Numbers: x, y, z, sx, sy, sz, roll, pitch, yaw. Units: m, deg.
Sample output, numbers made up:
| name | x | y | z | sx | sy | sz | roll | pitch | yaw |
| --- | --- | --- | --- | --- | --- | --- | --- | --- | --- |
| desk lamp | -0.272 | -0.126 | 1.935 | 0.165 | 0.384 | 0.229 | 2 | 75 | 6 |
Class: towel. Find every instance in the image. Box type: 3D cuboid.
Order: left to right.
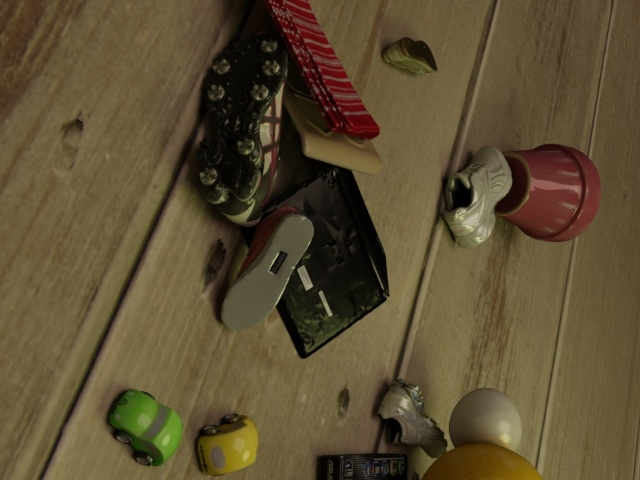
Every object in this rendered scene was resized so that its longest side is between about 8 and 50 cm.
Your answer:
| name | x | y | z | sx | sy | sz | roll | pitch | yaw |
| --- | --- | --- | --- | --- | --- | --- | --- | --- | --- |
| towel | -0.004 | -0.266 | 1.328 | 0.274 | 0.031 | 0.199 | 63 | 16 | 5 |

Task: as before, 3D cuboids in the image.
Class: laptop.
| name | x | y | z | sx | sy | sz | roll | pitch | yaw |
| --- | --- | --- | --- | --- | --- | --- | --- | --- | --- |
| laptop | 0.000 | 0.000 | 1.417 | 0.264 | 0.137 | 0.234 | -34 | 113 | -24 |

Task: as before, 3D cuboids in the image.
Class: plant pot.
| name | x | y | z | sx | sy | sz | roll | pitch | yaw |
| --- | --- | --- | --- | --- | --- | --- | --- | --- | --- |
| plant pot | 0.429 | -0.103 | 1.899 | 0.180 | 0.201 | 0.201 | 7 | 78 | -38 |

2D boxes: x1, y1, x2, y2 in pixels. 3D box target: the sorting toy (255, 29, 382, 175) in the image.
| name | x | y | z | sx | sy | sz | roll | pitch | yaw |
| --- | --- | --- | --- | --- | --- | --- | --- | --- | --- |
| sorting toy | -0.007 | -0.194 | 1.376 | 0.193 | 0.038 | 0.208 | 11 | 51 | -53 |

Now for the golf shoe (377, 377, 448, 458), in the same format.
| name | x | y | z | sx | sy | sz | roll | pitch | yaw |
| --- | --- | --- | --- | --- | --- | --- | --- | --- | --- |
| golf shoe | 0.144 | 0.308 | 1.538 | 0.086 | 0.069 | 0.176 | -45 | 120 | -23 |

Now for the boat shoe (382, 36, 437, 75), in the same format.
| name | x | y | z | sx | sy | sz | roll | pitch | yaw |
| --- | --- | --- | --- | --- | --- | --- | --- | --- | --- |
| boat shoe | 0.162 | -0.324 | 1.681 | 0.153 | 0.048 | 0.056 | -5 | 76 | -61 |

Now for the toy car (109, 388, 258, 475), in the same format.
| name | x | y | z | sx | sy | sz | roll | pitch | yaw |
| --- | --- | --- | --- | --- | --- | --- | --- | --- | --- |
| toy car | -0.162 | 0.260 | 1.109 | 0.225 | 0.053 | 0.239 | 56 | 43 | -33 |

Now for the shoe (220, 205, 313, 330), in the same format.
| name | x | y | z | sx | sy | sz | roll | pitch | yaw |
| --- | --- | --- | --- | --- | --- | --- | --- | --- | --- |
| shoe | -0.074 | 0.035 | 1.248 | 0.063 | 0.081 | 0.178 | 32 | 94 | -17 |

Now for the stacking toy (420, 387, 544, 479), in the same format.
| name | x | y | z | sx | sy | sz | roll | pitch | yaw |
| --- | --- | --- | --- | --- | --- | --- | --- | --- | --- |
| stacking toy | 0.249 | 0.430 | 1.412 | 0.350 | 0.351 | 0.479 | 54 | 35 | -34 |

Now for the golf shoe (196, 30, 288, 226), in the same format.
| name | x | y | z | sx | sy | sz | roll | pitch | yaw |
| --- | --- | --- | --- | --- | --- | --- | --- | --- | --- |
| golf shoe | -0.098 | -0.151 | 1.255 | 0.120 | 0.105 | 0.272 | 64 | 33 | -61 |

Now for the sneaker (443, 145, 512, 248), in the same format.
| name | x | y | z | sx | sy | sz | roll | pitch | yaw |
| --- | --- | --- | --- | --- | --- | --- | --- | --- | --- |
| sneaker | 0.291 | -0.105 | 1.781 | 0.115 | 0.090 | 0.232 | 48 | 47 | -34 |

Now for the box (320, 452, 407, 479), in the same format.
| name | x | y | z | sx | sy | sz | roll | pitch | yaw |
| --- | --- | --- | --- | --- | --- | --- | --- | --- | --- |
| box | 0.065 | 0.412 | 1.407 | 0.191 | 0.045 | 0.184 | 17 | 71 | -52 |
